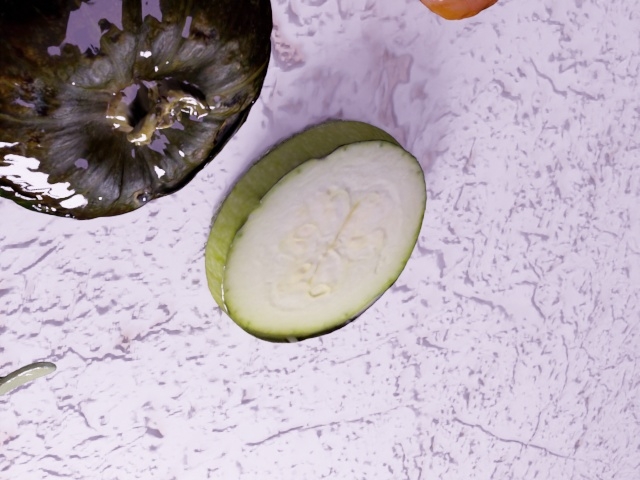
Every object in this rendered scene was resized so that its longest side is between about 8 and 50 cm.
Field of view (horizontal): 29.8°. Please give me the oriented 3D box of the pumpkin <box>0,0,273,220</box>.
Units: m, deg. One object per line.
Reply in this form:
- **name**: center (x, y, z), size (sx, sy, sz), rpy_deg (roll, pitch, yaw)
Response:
- **pumpkin**: center (-0.140, -0.122, 0.772), size (0.238, 0.159, 0.238), rpy_deg (-26, 136, -28)

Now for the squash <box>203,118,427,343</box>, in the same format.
- **squash**: center (-0.003, -0.003, 1.066), size (0.219, 0.041, 0.219), rpy_deg (-22, 136, -23)

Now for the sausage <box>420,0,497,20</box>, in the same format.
- **sausage**: center (0.106, -0.290, 0.891), size (0.114, 0.113, 0.259), rpy_deg (-23, 130, -25)

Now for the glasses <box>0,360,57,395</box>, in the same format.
- **glasses**: center (-0.274, 0.107, 0.843), size (0.239, 0.207, 0.102), rpy_deg (-59, 173, 14)
